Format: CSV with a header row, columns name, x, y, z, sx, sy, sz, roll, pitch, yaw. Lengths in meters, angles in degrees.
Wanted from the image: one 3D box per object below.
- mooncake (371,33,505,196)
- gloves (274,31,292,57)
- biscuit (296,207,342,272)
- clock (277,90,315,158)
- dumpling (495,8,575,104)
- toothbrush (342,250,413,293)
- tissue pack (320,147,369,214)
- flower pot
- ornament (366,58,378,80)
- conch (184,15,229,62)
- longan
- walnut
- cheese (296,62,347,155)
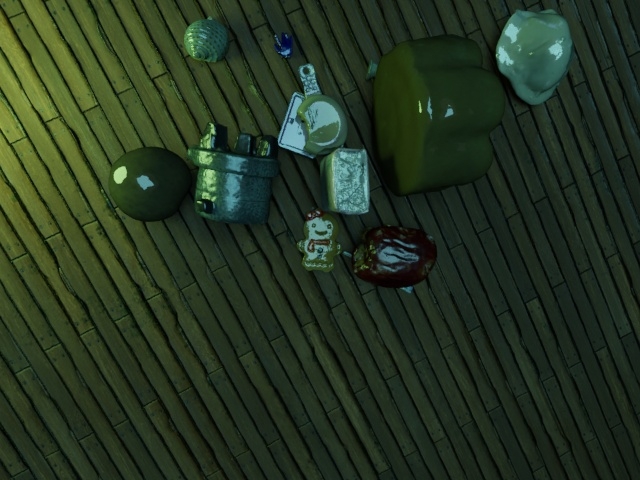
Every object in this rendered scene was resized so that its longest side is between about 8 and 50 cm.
name,x,y,z,sx,sy,sz,roll,pitch,yaw
mooncake,0.328,-0.368,1.265,0.262,0.467,0.468,-8,96,-13
gloves,-0.126,-0.662,1.397,0.064,0.026,0.086,-2,96,-5
biscuit,0.000,0.000,1.471,0.165,0.036,0.226,7,94,-6
clock,-0.055,-0.390,1.407,0.144,0.073,0.194,19,93,-8
dumpling,0.732,-0.641,1.420,0.242,0.187,0.318,0,99,-10
toothbrush,0.209,0.115,1.508,0.303,0.030,0.030,29,91,-10
tissue pack,0.074,-0.188,1.342,0.124,0.271,0.202,-6,96,-8
flower pot,-0.283,-0.213,1.300,0.298,0.299,0.283,9,102,-8
ornament,0.242,-0.578,1.424,0.156,0.081,0.075,9,98,-3
conch,-0.364,-0.651,1.336,0.135,0.102,0.153,32,90,-23
longan,-0.531,-0.178,1.304,0.248,0.248,0.249,-1,95,-7
walnut,0.247,0.036,1.416,0.268,0.222,0.244,11,57,-18
cheese,-0.012,-0.425,1.334,0.163,0.082,0.287,-20,96,-5
